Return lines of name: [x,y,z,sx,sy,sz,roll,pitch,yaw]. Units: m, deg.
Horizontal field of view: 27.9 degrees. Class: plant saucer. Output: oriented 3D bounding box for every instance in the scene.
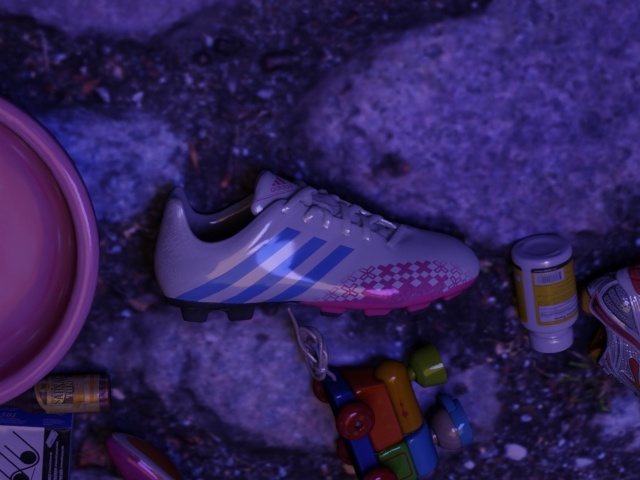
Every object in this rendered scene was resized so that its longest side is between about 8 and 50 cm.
plant saucer: [-0.374,0.003,1.220,0.332,0.084,0.332,-1,104,-4]

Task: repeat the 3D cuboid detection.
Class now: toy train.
toy train: [0.068,0.148,1.366,0.143,0.105,0.248,-24,115,-8]

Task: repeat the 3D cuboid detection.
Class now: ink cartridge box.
ink cartridge box: [-0.321,0.277,1.393,0.097,0.046,0.207,5,113,-8]

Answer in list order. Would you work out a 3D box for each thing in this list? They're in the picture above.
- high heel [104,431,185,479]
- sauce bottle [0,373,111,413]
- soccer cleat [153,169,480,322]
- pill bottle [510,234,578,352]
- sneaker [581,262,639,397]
high heel: [-0.181,0.310,1.409,0.117,0.082,0.244,-41,126,0]
sauce bottle: [-0.284,0.162,1.349,0.128,0.042,0.042,-3,114,-8]
soccer cleat: [0.000,0.000,1.277,0.331,0.116,0.143,-3,108,-8]
pill bottle: [0.239,0.058,1.362,0.065,0.065,0.116,-11,115,-3]
sneaker: [0.347,0.122,1.408,0.092,0.088,0.225,-14,117,21]
